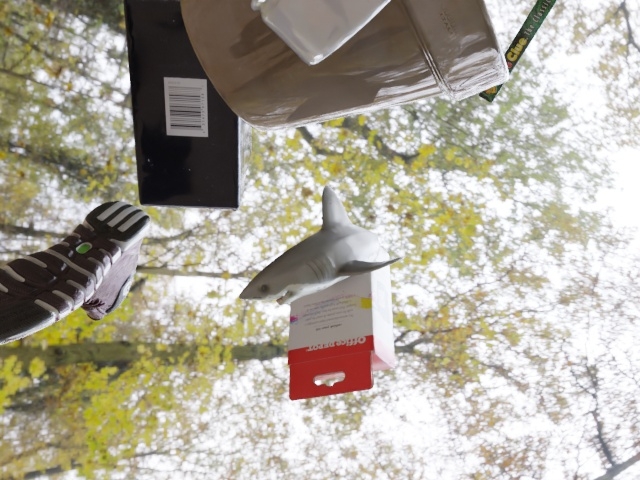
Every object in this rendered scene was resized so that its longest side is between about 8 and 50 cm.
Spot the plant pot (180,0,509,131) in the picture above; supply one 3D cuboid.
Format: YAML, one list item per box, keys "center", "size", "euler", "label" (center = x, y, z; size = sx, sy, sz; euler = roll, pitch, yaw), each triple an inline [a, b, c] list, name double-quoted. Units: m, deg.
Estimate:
- center: [0.015, -0.262, 0.671]
  size: [0.280, 0.323, 0.323]
  euler: [-24, -113, 18]
  label: "plant pot"

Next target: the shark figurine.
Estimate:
- center: [0.023, -0.009, 0.734]
  size: [0.166, 0.278, 0.116]
  euler: [-20, -90, 21]
  label: "shark figurine"

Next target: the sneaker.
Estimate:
- center: [-0.335, 0.079, 0.825]
  size: [0.106, 0.281, 0.163]
  euler: [30, -46, 14]
  label: "sneaker"

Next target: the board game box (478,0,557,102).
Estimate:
- center: [0.329, -0.342, 0.919]
  size: [0.030, 0.136, 0.260]
  euler: [30, -48, 4]
  label: "board game box"

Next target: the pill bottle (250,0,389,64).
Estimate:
- center: [-0.074, -0.300, 0.371]
  size: [0.204, 0.361, 0.204]
  euler: [-42, -162, 17]
  label: "pill bottle"

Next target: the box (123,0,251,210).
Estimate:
- center: [-0.221, -0.272, 1.107]
  size: [0.313, 0.178, 0.344]
  euler: [-93, -174, -65]
  label: "box"

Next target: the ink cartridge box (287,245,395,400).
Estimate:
- center: [0.030, 0.118, 0.875]
  size: [0.134, 0.078, 0.231]
  euler: [-15, -124, 25]
  label: "ink cartridge box"
